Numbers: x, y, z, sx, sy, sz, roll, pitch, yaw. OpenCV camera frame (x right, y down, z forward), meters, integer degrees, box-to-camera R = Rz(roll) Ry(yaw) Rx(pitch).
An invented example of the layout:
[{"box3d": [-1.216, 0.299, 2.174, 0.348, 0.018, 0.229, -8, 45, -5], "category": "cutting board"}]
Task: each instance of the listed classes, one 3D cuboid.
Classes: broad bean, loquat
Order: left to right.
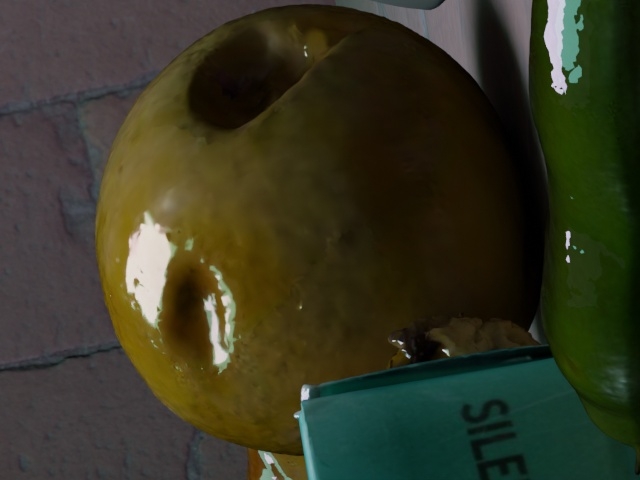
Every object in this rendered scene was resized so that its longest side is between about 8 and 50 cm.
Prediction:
[{"box3d": [-0.003, -0.002, 0.848, 0.213, 0.213, 0.213, 169, 90, -90], "category": "loquat"}, {"box3d": [0.068, -0.040, 0.417, 0.065, 0.046, 0.254, -90, -8, -55], "category": "broad bean"}]

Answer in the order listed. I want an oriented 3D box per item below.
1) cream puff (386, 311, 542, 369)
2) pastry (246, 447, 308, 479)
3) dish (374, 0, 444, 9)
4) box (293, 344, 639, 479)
[{"box3d": [0.064, 0.096, 0.729, 0.119, 0.104, 0.133, 71, -151, -66], "category": "cream puff"}, {"box3d": [0.035, 0.117, 1.157, 0.255, 0.162, 0.311, -76, -13, -66], "category": "pastry"}, {"box3d": [-0.019, -0.168, 0.449, 0.236, 0.086, 0.228, 107, 159, -73], "category": "dish"}, {"box3d": [0.079, 0.201, 0.518, 0.311, 0.118, 0.205, -103, 4, -52], "category": "box"}]
